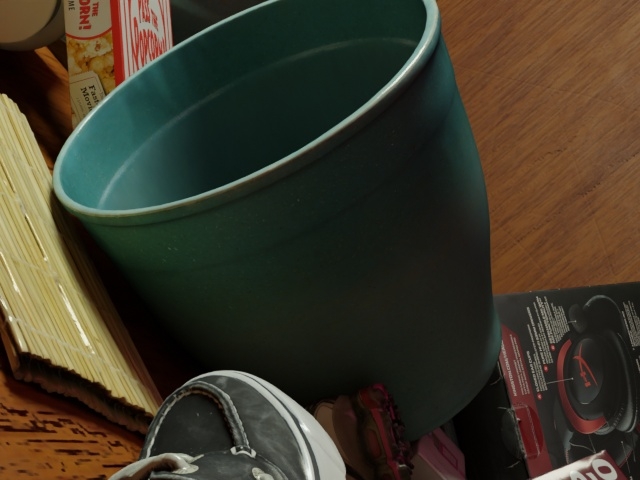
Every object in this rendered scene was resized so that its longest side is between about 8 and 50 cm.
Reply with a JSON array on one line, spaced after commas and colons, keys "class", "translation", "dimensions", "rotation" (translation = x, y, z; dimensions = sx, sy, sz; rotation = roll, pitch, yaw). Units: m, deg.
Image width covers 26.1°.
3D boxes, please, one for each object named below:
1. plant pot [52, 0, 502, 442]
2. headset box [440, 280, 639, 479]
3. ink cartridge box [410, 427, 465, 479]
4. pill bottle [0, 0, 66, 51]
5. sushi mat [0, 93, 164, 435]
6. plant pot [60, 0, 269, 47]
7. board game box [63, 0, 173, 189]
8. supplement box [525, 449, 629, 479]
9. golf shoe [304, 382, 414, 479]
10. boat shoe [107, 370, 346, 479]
[{"class": "plant pot", "translation": [0.000, 0.000, 0.941], "dimensions": [0.255, 0.272, 0.271], "rotation": [62, 2, -27]}, {"class": "headset box", "translation": [0.183, 0.154, 1.133], "dimensions": [0.293, 0.110, 0.218], "rotation": [-3, 76, -49]}, {"class": "ink cartridge box", "translation": [0.054, 0.177, 0.965], "dimensions": [0.052, 0.088, 0.122], "rotation": [48, 8, -1]}, {"class": "pill bottle", "translation": [-0.236, -0.209, 1.094], "dimensions": [0.108, 0.108, 0.193], "rotation": [48, 8, -14]}, {"class": "sushi mat", "translation": [-0.181, -0.015, 0.827], "dimensions": [0.151, 0.019, 0.316], "rotation": [41, 13, -50]}, {"class": "plant pot", "translation": [-0.098, -0.357, 1.320], "dimensions": [0.341, 0.334, 0.341], "rotation": [25, 29, -15]}, {"class": "board game box", "translation": [-0.151, -0.131, 1.062], "dimensions": [0.147, 0.045, 0.193], "rotation": [-14, 100, -81]}, {"class": "supplement box", "translation": [0.165, 0.256, 0.854], "dimensions": [0.239, 0.073, 0.130], "rotation": [90, -25, -46]}, {"class": "golf shoe", "translation": [0.030, 0.186, 0.871], "dimensions": [0.067, 0.086, 0.186], "rotation": [-35, 108, -83]}, {"class": "boat shoe", "translation": [-0.054, 0.135, 0.578], "dimensions": [0.102, 0.108, 0.301], "rotation": [47, 16, -27]}]
